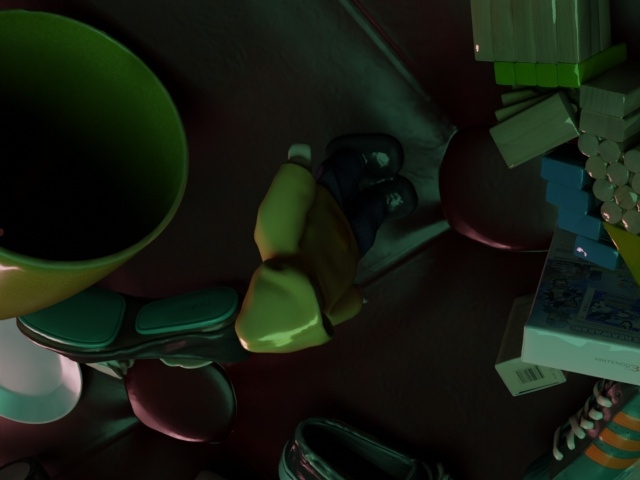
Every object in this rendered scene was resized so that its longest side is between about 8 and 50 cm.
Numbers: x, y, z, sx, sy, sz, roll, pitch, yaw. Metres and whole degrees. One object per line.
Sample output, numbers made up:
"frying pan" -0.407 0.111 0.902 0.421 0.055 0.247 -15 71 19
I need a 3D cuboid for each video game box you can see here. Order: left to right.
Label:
"video game box" 0.298 0.058 1.208 0.205 0.187 0.048 11 124 15

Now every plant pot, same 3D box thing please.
"plant pot" -0.311 -0.034 1.353 0.275 0.275 0.293 37 142 -5

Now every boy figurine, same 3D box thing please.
"boy figurine" 0.000 0.000 1.223 0.092 0.285 0.177 -7 115 24

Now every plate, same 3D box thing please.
"plate" -0.366 0.138 1.610 0.188 0.024 0.188 9 124 14

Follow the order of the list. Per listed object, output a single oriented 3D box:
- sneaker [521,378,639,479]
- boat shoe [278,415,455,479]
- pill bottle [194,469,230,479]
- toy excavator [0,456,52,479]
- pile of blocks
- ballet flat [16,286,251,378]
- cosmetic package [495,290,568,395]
"sneaker" 0.304 0.165 1.332 0.302 0.108 0.121 -37 103 26
"boat shoe" 0.102 0.286 1.477 0.306 0.113 0.105 33 142 9
"pill bottle" -0.065 0.375 1.584 0.229 0.131 0.131 26 127 3
"toy excavator" -0.395 0.476 1.577 0.433 0.445 0.222 -14 116 28
"pile of blocks" 0.250 -0.092 1.166 0.149 0.113 0.362 -23 94 46
"ballet flat" -0.202 0.108 1.490 0.280 0.095 0.096 0 133 20
"cosmetic package" 0.212 0.095 1.309 0.060 0.115 0.041 -20 113 31
